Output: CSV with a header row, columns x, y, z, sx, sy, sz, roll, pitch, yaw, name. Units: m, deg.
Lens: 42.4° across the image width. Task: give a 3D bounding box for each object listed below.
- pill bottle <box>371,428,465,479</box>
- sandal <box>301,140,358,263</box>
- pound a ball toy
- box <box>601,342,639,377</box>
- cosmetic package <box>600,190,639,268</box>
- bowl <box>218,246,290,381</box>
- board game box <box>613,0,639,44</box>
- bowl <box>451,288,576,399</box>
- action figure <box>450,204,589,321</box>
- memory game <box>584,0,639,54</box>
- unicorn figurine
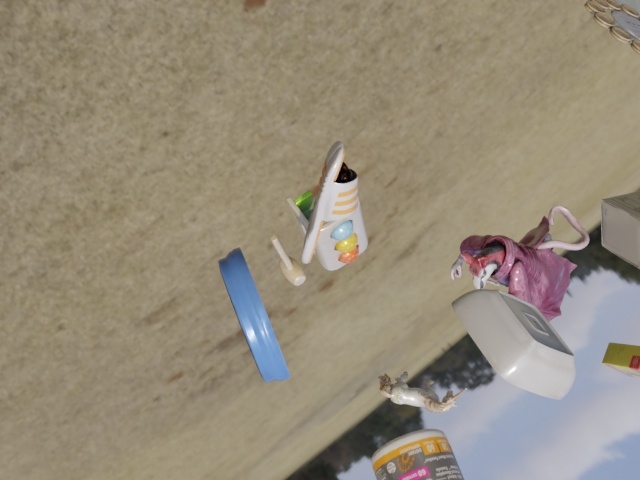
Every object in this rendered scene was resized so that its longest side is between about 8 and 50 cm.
x,y,z,sx,sy,sz,roll,pitch,yaw,name
0.214,0.514,1.565,0.162,0.278,0.162,-16,150,-10,pill bottle
0.027,-0.063,1.500,0.102,0.076,0.265,-83,-172,-51,sandal
0.000,0.000,1.807,0.208,0.135,0.319,-35,160,-6,pound a ball toy
0.734,0.275,1.840,0.058,0.087,0.232,-66,-167,-8,box
0.758,-0.045,1.699,0.310,0.113,0.160,-13,-158,-8,cosmetic package
-0.187,0.212,2.286,0.077,0.391,0.391,-22,168,-6,bowl
0.661,-0.510,1.463,0.303,0.097,0.224,-39,144,-11,board game box
0.238,0.115,0.980,0.142,0.142,0.053,24,116,-39,bowl
0.441,0.058,1.797,0.275,0.248,0.370,-49,146,19,action figure
0.509,-0.340,1.334,0.186,0.186,0.012,-29,156,-49,memory game
0.185,0.281,1.506,0.162,0.060,0.111,-4,-169,8,unicorn figurine
